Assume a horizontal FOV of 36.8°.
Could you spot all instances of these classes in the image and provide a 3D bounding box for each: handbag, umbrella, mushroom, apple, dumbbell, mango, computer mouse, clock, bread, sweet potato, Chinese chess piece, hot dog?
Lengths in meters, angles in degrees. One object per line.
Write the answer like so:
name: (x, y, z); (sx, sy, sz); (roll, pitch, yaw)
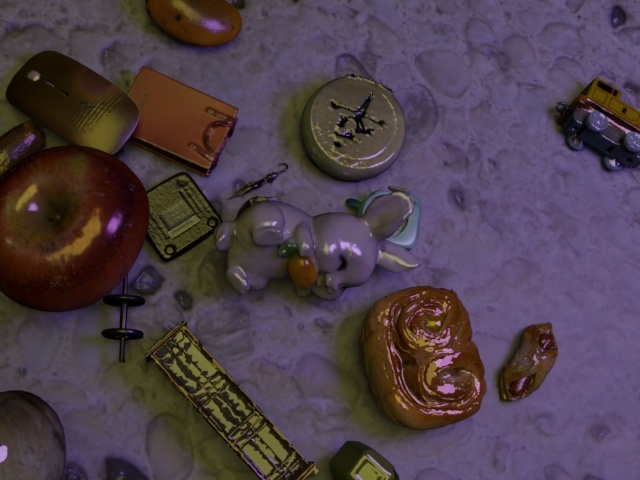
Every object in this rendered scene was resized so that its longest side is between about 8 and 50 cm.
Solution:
handbag: (-0.249, -0.205, 1.668); (0.190, 0.063, 0.127); (25, 74, 0)
umbrella: (-0.106, -0.101, 1.690); (0.122, 0.013, 0.022); (-34, 72, -15)
mushroom: (-0.523, 0.321, 1.338); (0.352, 0.352, 0.260); (-24, 92, -14)
apple: (-0.403, -0.018, 1.523); (0.251, 0.206, 0.272); (12, 72, 5)
dumbbell: (-0.321, 0.125, 1.568); (0.069, 0.069, 0.147); (3, 75, -9)
mango: (-0.230, -0.405, 1.707); (0.178, 0.090, 0.115); (35, 66, -8)
computer mouse: (-0.420, -0.233, 1.619); (0.245, 0.056, 0.126); (33, 76, 15)
clock: (0.109, -0.040, 1.698); (0.135, 0.041, 0.101); (13, 75, -5)
bread: (0.168, 0.197, 1.610); (0.198, 0.120, 0.236); (-11, 78, -14)
sweet potato: (-0.539, -0.106, 1.580); (0.077, 0.077, 0.244); (34, 68, 0)
dumbbell: (0.003, 0.462, 1.522); (0.121, 0.108, 0.302); (38, 73, 2)
Chinese chess piece: (0.059, -0.199, 1.707); (0.188, 0.083, 0.188); (3, 76, -12)
hot dog: (0.370, 0.209, 1.671); (0.078, 0.061, 0.169); (32, 74, -2)

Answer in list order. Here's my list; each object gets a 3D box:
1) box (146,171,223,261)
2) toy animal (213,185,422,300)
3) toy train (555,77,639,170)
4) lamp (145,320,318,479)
box: (-0.248, -0.043, 1.644); (0.126, 0.027, 0.125); (-35, 84, -16)
toy animal: (-0.003, 0.006, 1.587); (0.325, 0.208, 0.154); (-16, 39, -3)
toy train: (0.542, -0.215, 1.794); (0.219, 0.089, 0.127); (30, 63, -1)
lamp: (-0.146, 0.278, 1.552); (0.089, 0.090, 0.325); (-41, 85, -15)
